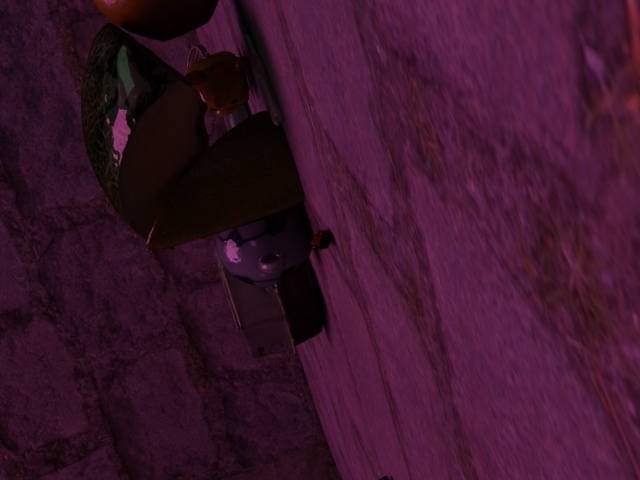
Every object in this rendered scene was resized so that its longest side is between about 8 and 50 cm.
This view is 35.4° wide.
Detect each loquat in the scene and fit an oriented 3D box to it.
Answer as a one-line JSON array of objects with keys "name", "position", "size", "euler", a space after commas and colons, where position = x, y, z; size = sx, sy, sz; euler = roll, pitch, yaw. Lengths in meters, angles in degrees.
[{"name": "loquat", "position": [-0.261, -0.430, 1.517], "size": [0.246, 0.213, 0.213], "euler": [58, -176, -39]}]

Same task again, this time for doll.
[{"name": "doll", "position": [-0.183, -0.286, 1.765], "size": [0.221, 0.143, 0.135], "euler": [-27, -80, -84]}]

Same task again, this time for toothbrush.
[{"name": "toothbrush", "position": [-0.087, -0.247, 1.465], "size": [0.022, 0.017, 0.204], "euler": [42, -156, -59]}]

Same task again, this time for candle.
[{"name": "candle", "position": [0.001, -0.001, 1.385], "size": [0.167, 0.021, 0.026], "euler": [178, 83, -86]}]

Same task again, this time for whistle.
[{"name": "whistle", "position": [-0.102, -0.016, 1.662], "size": [0.289, 0.163, 0.163], "euler": [-119, 12, -62]}]

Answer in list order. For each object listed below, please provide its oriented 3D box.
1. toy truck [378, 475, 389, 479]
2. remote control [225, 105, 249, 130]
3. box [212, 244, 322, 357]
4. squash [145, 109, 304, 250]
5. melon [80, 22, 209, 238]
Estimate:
[{"name": "toy truck", "position": [0.093, 0.495, 1.558], "size": [0.305, 0.136, 0.162], "euler": [-131, 16, -83]}, {"name": "remote control", "position": [-0.148, -0.175, 2.122], "size": [0.140, 0.056, 0.296], "euler": [108, 145, -78]}, {"name": "box", "position": [-0.097, 0.100, 1.943], "size": [0.290, 0.166, 0.220], "euler": [87, 163, -72]}, {"name": "squash", "position": [-0.170, -0.102, 1.522], "size": [0.093, 0.252, 0.169], "euler": [84, 166, -60]}, {"name": "melon", "position": [-0.257, -0.186, 1.488], "size": [0.343, 0.226, 0.331], "euler": [48, -136, -70]}]
